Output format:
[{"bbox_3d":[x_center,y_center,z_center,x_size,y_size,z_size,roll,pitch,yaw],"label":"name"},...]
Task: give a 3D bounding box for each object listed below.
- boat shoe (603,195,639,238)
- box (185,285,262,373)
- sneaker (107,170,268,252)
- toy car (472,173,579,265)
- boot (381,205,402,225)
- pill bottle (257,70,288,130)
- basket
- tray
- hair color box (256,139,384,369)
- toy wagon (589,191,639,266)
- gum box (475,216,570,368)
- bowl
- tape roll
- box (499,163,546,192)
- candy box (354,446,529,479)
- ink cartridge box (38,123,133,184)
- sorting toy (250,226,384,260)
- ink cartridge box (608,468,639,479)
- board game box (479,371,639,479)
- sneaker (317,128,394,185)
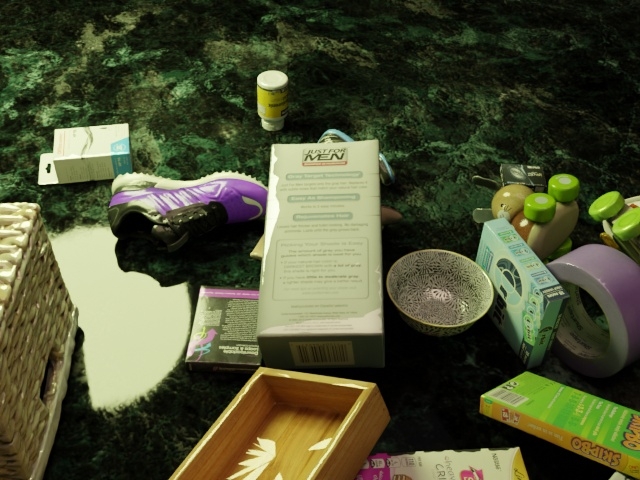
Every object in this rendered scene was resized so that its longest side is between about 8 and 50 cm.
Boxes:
[{"bbox_3d":[0.677,-0.026,1.441,0.319,0.116,0.099,-1,-1,6],"label":"boat shoe"},{"bbox_3d":[-0.144,0.139,1.240,0.116,0.029,0.162,3,41,1],"label":"box"},{"bbox_3d":[-0.233,-0.038,1.384,0.293,0.102,0.146,-1,47,3],"label":"sneaker"},{"bbox_3d":[0.344,-0.047,1.388,0.188,0.155,0.149,27,47,37],"label":"toy car"},{"bbox_3d":[0.085,-0.021,1.374,0.118,0.042,0.087,5,45,1],"label":"boot"},{"bbox_3d":[-0.100,-0.291,1.643,0.065,0.116,0.065,1,43,-1],"label":"pill bottle"},{"bbox_3d":[-0.533,0.140,1.046,0.331,0.266,0.328,-1,44,-2],"label":"basket"},{"bbox_3d":[-0.098,0.329,0.952,0.203,0.076,0.411,0,34,37],"label":"tray"},{"bbox_3d":[0.007,0.014,1.255,0.185,0.113,0.374,-2,55,5],"label":"hair color box"},{"bbox_3d":[0.534,0.037,1.238,0.068,0.267,0.344,-39,11,12],"label":"toy wagon"},{"bbox_3d":[0.306,0.082,1.232,0.041,0.157,0.184,-14,46,-17],"label":"gum box"},{"bbox_3d":[0.187,0.100,1.262,0.170,0.080,0.170,2,42,-1],"label":"bowl"},{"bbox_3d":[0.414,0.106,1.188,0.080,0.189,0.189,-24,49,-25],"label":"tape roll"},{"bbox_3d":[0.404,-0.124,1.563,0.083,0.018,0.067,4,43,2],"label":"box"},{"bbox_3d":[0.154,0.351,0.994,0.233,0.071,0.159,-1,42,-5],"label":"candy box"},{"bbox_3d":[-0.462,-0.169,1.532,0.180,0.060,0.104,-7,44,-10],"label":"ink cartridge box"},{"bbox_3d":[0.000,0.000,1.398,0.193,0.038,0.208,16,40,13],"label":"sorting toy"},{"bbox_3d":[0.399,0.374,0.917,0.193,0.088,0.235,34,29,28],"label":"ink cartridge box"},{"bbox_3d":[0.359,0.247,1.061,0.124,0.039,0.259,-13,19,-43],"label":"board game box"},{"bbox_3d":[0.068,-0.152,1.553,0.188,0.067,0.078,31,71,25],"label":"sneaker"}]
